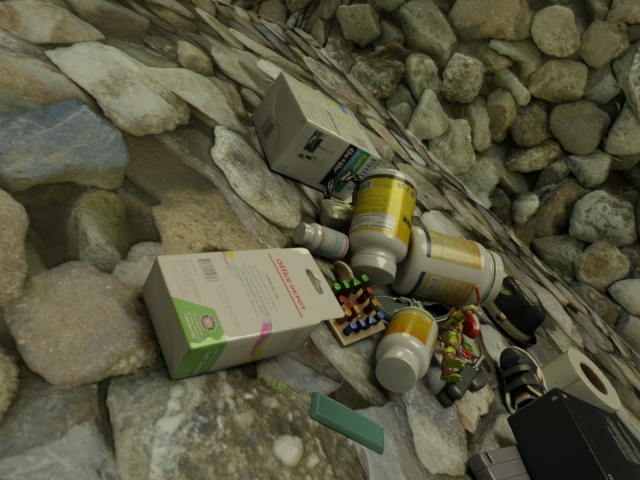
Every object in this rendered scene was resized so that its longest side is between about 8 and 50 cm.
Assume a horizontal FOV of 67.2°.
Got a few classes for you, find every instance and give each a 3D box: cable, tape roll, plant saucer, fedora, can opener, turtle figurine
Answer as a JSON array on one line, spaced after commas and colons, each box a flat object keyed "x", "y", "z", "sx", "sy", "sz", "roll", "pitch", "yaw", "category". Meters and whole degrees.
[{"x": 0.080, "y": -0.163, "z": 1.726, "sx": 0.047, "sy": 0.184, "sz": 0.150, "roll": 23, "pitch": -31, "yaw": 44, "category": "cable"}, {"x": 0.912, "y": 0.535, "z": 1.728, "sx": 0.246, "sy": 0.169, "sz": 0.246, "roll": 30, "pitch": 30, "yaw": -20, "category": "tape roll"}, {"x": 0.062, "y": 0.388, "z": 1.032, "sx": 0.192, "sy": 0.018, "sz": 0.067, "roll": 32, "pitch": 29, "yaw": -15, "category": "plant saucer"}, {"x": 0.813, "y": 0.267, "z": 2.003, "sx": 0.334, "sy": 0.152, "sz": 0.334, "roll": 31, "pitch": 29, "yaw": -20, "category": "fedora"}, {"x": 0.432, "y": 0.414, "z": 1.398, "sx": 0.095, "sy": 0.076, "sz": 0.283, "roll": 49, "pitch": 30, "yaw": 15, "category": "can opener"}, {"x": 0.368, "y": 0.261, "z": 1.326, "sx": 0.087, "sy": 0.269, "sz": 0.217, "roll": 17, "pitch": 45, "yaw": 6, "category": "turtle figurine"}]

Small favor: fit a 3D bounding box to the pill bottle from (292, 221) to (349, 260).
[{"x": 0.000, "y": 0.000, "z": 1.431, "sx": 0.160, "sy": 0.087, "sz": 0.087, "roll": 19, "pitch": 35, "yaw": -34, "category": "pill bottle"}]

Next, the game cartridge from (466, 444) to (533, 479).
[{"x": 0.534, "y": 0.642, "z": 1.224, "sx": 0.355, "sy": 0.068, "sz": 0.230, "roll": 15, "pitch": 42, "yaw": -41, "category": "game cartridge"}]

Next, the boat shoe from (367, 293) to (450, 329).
[{"x": 0.273, "y": 0.206, "z": 1.467, "sx": 0.319, "sy": 0.099, "sz": 0.116, "roll": 20, "pitch": 35, "yaw": -35, "category": "boat shoe"}]

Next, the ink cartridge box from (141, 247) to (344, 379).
[{"x": -0.146, "y": 0.130, "z": 0.972, "sx": 0.353, "sy": 0.119, "sz": 0.207, "roll": -3, "pitch": 50, "yaw": -40, "category": "ink cartridge box"}]

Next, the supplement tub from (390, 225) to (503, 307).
[{"x": 0.407, "y": 0.094, "z": 1.583, "sx": 0.316, "sy": 0.228, "sz": 0.228, "roll": 14, "pitch": 34, "yaw": -12, "category": "supplement tub"}]

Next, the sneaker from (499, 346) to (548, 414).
[{"x": 0.651, "y": 0.469, "z": 1.541, "sx": 0.127, "sy": 0.126, "sz": 0.321, "roll": 29, "pitch": 31, "yaw": -34, "category": "sneaker"}]

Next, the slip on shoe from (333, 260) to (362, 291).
[{"x": 0.072, "y": 0.118, "z": 1.401, "sx": 0.041, "sy": 0.051, "sz": 0.135, "roll": -10, "pitch": 62, "yaw": -42, "category": "slip on shoe"}]

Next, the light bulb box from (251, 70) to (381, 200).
[{"x": -0.021, "y": -0.387, "z": 1.808, "sx": 0.361, "sy": 0.225, "sz": 0.358, "roll": 19, "pitch": 34, "yaw": -37, "category": "light bulb box"}]

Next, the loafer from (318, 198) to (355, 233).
[{"x": 0.131, "y": -0.070, "z": 1.671, "sx": 0.319, "sy": 0.112, "sz": 0.111, "roll": 18, "pitch": 44, "yaw": -36, "category": "loafer"}]

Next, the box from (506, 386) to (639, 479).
[{"x": 0.704, "y": 0.604, "z": 1.240, "sx": 0.312, "sy": 0.179, "sz": 0.343, "roll": 28, "pitch": 30, "yaw": -26, "category": "box"}]

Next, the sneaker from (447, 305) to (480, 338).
[{"x": 0.453, "y": 0.249, "z": 1.674, "sx": 0.128, "sy": 0.087, "sz": 0.221, "roll": 17, "pitch": 23, "yaw": -23, "category": "sneaker"}]

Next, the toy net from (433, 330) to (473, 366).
[{"x": 0.396, "y": 0.344, "z": 1.487, "sx": 0.122, "sy": 0.045, "sz": 0.232, "roll": 47, "pitch": 31, "yaw": 12, "category": "toy net"}]

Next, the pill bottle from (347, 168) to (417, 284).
[{"x": 0.189, "y": -0.041, "z": 1.508, "sx": 0.188, "sy": 0.188, "sz": 0.334, "roll": 27, "pitch": 63, "yaw": -25, "category": "pill bottle"}]

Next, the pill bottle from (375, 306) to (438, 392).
[{"x": 0.221, "y": 0.282, "z": 1.253, "sx": 0.136, "sy": 0.136, "sz": 0.245, "roll": 43, "pitch": 28, "yaw": 3, "category": "pill bottle"}]

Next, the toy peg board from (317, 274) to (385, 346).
[{"x": 0.090, "y": 0.172, "z": 1.267, "sx": 0.161, "sy": 0.079, "sz": 0.161, "roll": -12, "pitch": 59, "yaw": -41, "category": "toy peg board"}]
